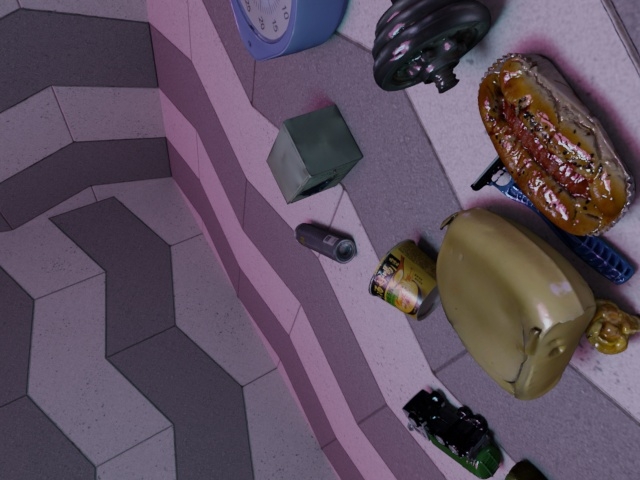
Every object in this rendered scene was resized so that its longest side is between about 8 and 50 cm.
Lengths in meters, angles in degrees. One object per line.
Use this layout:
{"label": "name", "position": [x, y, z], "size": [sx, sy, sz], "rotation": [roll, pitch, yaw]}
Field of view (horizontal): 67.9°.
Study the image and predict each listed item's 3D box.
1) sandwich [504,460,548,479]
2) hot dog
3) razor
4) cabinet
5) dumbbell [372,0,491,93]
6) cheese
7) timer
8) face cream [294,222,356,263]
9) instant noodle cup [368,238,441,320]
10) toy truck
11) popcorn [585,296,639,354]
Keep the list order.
{"label": "sandwich", "position": [0.415, 0.630, 1.016], "size": [0.250, 0.162, 0.301], "rotation": [61, 154, 23]}
{"label": "hot dog", "position": [0.304, -0.126, 0.635], "size": [0.268, 0.075, 0.144], "rotation": [57, 153, 14]}
{"label": "razor", "position": [0.340, -0.033, 0.694], "size": [0.253, 0.042, 0.082], "rotation": [49, 115, 30]}
{"label": "cabinet", "position": [-0.023, -0.200, 1.174], "size": [0.150, 0.145, 0.206], "rotation": [63, 157, 7]}
{"label": "dumbbell", "position": [0.098, -0.399, 0.683], "size": [0.406, 0.179, 0.179], "rotation": [66, 157, 3]}
{"label": "cheese", "position": [0.286, 0.077, 0.770], "size": [0.316, 0.128, 0.259], "rotation": [-120, 28, -49]}
{"label": "timer", "position": [-0.092, -0.566, 0.942], "size": [0.395, 0.173, 0.395], "rotation": [47, 150, 39]}
{"label": "face cream", "position": [0.000, 0.000, 1.409], "size": [0.283, 0.073, 0.073], "rotation": [24, 133, 58]}
{"label": "instant noodle cup", "position": [0.195, 0.090, 1.007], "size": [0.122, 0.151, 0.151], "rotation": [39, 146, 28]}
{"label": "toy truck", "position": [0.317, 0.467, 1.153], "size": [0.242, 0.101, 0.125], "rotation": [20, 142, 56]}
{"label": "popcorn", "position": [0.413, 0.117, 0.670], "size": [0.084, 0.084, 0.084], "rotation": [47, 151, 37]}
